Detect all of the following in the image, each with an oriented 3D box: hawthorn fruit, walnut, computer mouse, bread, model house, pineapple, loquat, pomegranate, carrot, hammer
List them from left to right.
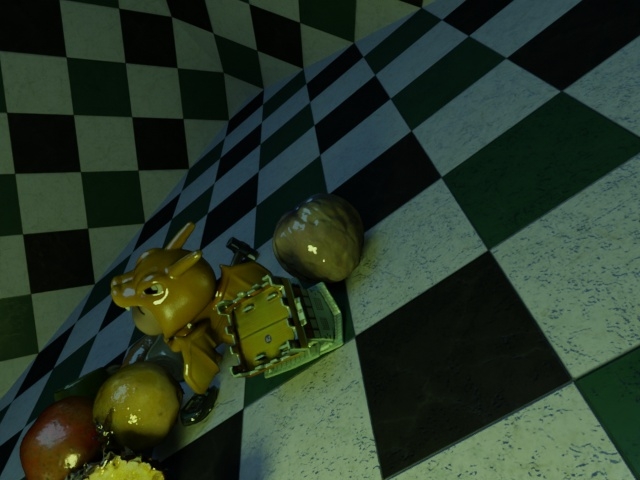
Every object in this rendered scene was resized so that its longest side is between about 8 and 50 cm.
[{"bbox_3d":[-0.669,0.586,1.412,0.298,0.277,0.276,-10,41,26],"label":"hawthorn fruit"},{"bbox_3d":[-0.809,0.547,1.789,0.190,0.159,0.241,-28,3,14],"label":"pomegranate"},{"bbox_3d":[-0.521,0.607,1.213,0.272,0.262,0.262,-10,44,54],"label":"pineapple"},{"bbox_3d":[-0.489,0.444,1.330,0.244,0.244,0.243,-34,29,22],"label":"loquat"},{"bbox_3d":[-0.609,0.447,1.666,0.139,0.139,0.301,5,62,56],"label":"carrot"},{"bbox_3d":[-0.453,0.347,1.575,0.148,0.134,0.141,-13,36,29],"label":"bread"},{"bbox_3d":[-0.323,0.447,1.350,0.079,0.047,0.135,-11,30,31],"label":"computer mouse"},{"bbox_3d":[-0.318,0.162,1.701,0.043,0.111,0.365,-27,39,49],"label":"hammer"},{"bbox_3d":[-0.096,0.207,1.182,0.224,0.215,0.198,-31,62,27],"label":"model house"},{"bbox_3d":[-0.002,0.001,1.322,0.248,0.248,0.248,-34,29,22],"label":"walnut"}]

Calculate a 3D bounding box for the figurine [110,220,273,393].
[{"bbox_3d":[-0.339,0.164,1.406,0.268,0.387,0.401,13,55,43],"label":"figurine"}]
